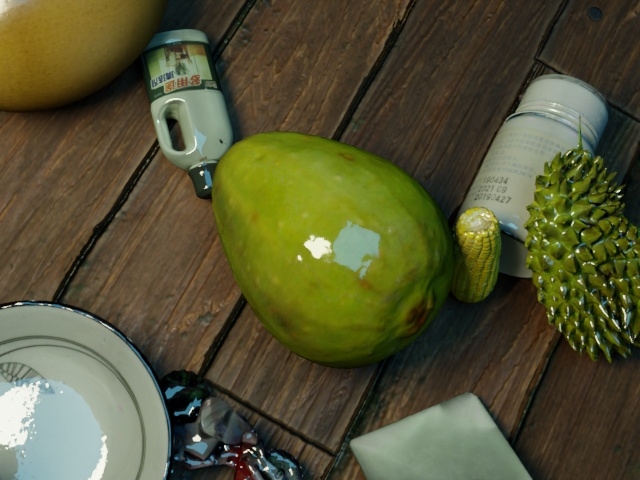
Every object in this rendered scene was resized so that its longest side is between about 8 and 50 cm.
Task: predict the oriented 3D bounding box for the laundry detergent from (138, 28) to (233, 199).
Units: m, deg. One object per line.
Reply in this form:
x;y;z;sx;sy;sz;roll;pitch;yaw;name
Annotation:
-0.170;-0.162;1.285;0.099;0.070;0.225;-10;77;-23;laundry detergent

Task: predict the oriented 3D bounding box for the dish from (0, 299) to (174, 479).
-0.324;0.229;1.111;0.317;0.106;0.316;2;78;-10;dish

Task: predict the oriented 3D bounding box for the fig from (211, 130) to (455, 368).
0.000;0.000;1.188;0.326;0.258;0.258;38;69;17;fig

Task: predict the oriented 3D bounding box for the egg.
-0.336;-0.290;1.189;0.323;0.250;0.250;-26;81;-24;egg

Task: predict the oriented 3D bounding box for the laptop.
0.172;0.319;1.189;0.188;0.015;0.269;-18;51;-17;laptop

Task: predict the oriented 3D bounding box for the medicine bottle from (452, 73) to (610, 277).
0.291;-0.090;1.327;0.143;0.143;0.258;30;71;-3;medicine bottle

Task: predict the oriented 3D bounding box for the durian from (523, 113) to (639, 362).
0.360;0.034;1.260;0.355;0.158;0.169;55;24;-33;durian

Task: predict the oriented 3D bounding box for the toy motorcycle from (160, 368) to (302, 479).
-0.126;0.254;1.166;0.213;0.082;0.122;39;69;2;toy motorcycle

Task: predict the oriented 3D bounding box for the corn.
0.195;0.022;1.244;0.067;0.206;0.067;-2;63;5;corn
